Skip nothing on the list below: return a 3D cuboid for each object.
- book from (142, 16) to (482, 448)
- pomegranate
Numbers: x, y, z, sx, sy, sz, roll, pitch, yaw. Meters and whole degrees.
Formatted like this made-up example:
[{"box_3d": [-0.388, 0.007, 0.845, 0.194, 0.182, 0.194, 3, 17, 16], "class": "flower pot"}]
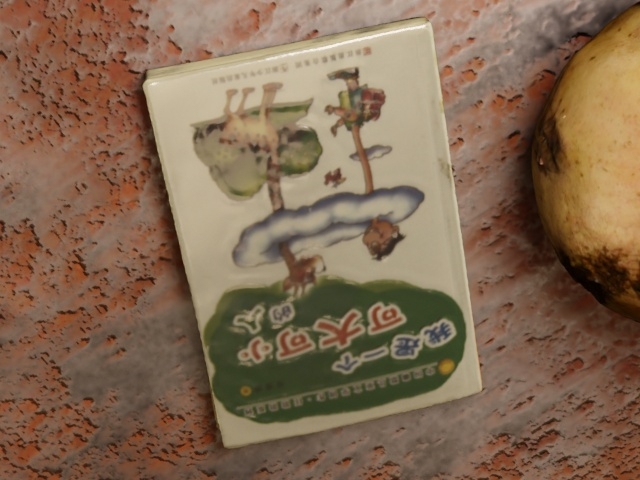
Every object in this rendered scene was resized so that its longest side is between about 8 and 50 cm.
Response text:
[{"box_3d": [0.000, 0.000, 1.407, 0.260, 0.043, 0.371, -12, 112, -4], "class": "book"}, {"box_3d": [0.337, -0.071, 1.303, 0.322, 0.322, 0.322, -3, 112, -7], "class": "pomegranate"}]
